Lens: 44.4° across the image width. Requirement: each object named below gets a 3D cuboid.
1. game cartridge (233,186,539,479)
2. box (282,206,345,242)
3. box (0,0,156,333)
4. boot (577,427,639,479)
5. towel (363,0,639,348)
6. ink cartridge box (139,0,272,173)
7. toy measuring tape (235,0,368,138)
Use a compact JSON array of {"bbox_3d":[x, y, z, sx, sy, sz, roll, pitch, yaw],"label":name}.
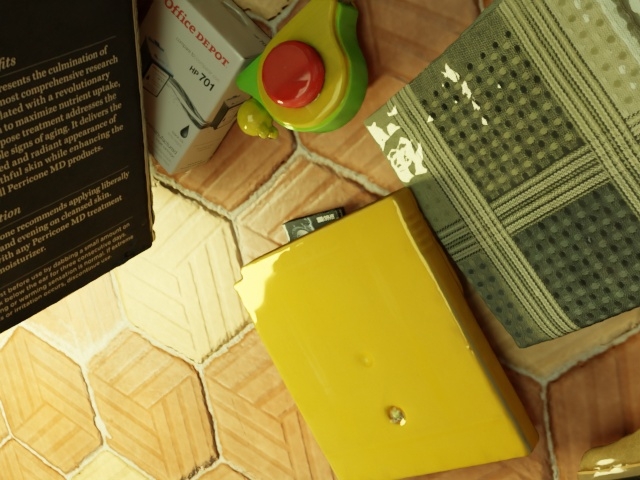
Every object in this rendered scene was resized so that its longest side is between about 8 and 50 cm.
[{"bbox_3d":[0.065,0.131,0.936,0.285,0.052,0.324,-24,95,39],"label":"game cartridge"},{"bbox_3d":[0.000,0.000,0.961,0.083,0.018,0.067,-12,101,33],"label":"box"},{"bbox_3d":[-0.463,-0.217,0.903,0.479,0.297,0.472,29,133,28],"label":"box"},{"bbox_3d":[0.380,0.168,0.768,0.305,0.112,0.115,-35,58,39],"label":"boot"},{"bbox_3d":[0.226,-0.074,0.765,0.324,0.056,0.312,56,137,1],"label":"towel"},{"bbox_3d":[-0.161,-0.199,0.949,0.139,0.082,0.191,46,125,9],"label":"ink cartridge box"},{"bbox_3d":[0.037,-0.207,0.817,0.330,0.121,0.121,-38,86,25],"label":"toy measuring tape"}]
